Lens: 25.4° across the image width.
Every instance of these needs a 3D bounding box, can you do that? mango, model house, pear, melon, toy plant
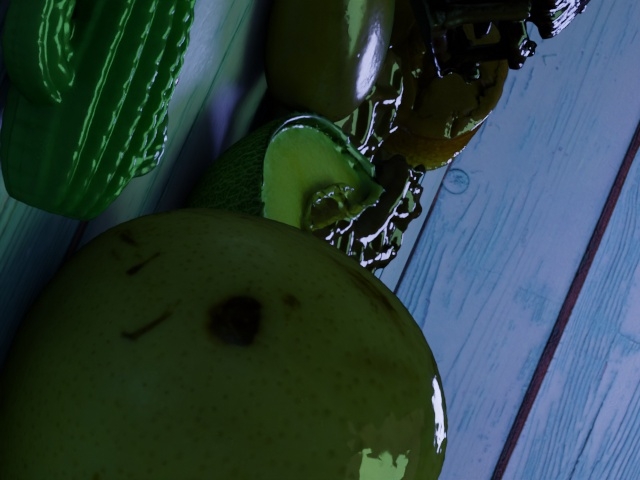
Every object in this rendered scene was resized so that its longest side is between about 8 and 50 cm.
[{"bbox_3d":[0.016,-0.225,1.332,0.156,0.114,0.251,-45,159,-45],"label":"mango"},{"bbox_3d":[0.238,-0.311,1.583,0.317,0.282,0.297,64,12,-71],"label":"model house"},{"bbox_3d":[-0.078,0.142,1.053,0.348,0.348,0.348,23,90,-81],"label":"pear"},{"bbox_3d":[-0.069,-0.028,1.323,0.169,0.129,0.265,-23,-168,29],"label":"melon"},{"bbox_3d":[-0.129,-0.127,0.839,0.154,0.088,0.240,-27,134,-53],"label":"toy plant"}]

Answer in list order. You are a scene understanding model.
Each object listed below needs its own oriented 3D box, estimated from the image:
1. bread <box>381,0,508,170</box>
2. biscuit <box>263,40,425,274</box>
[{"bbox_3d":[0.137,-0.216,1.815,0.143,0.195,0.270,112,2,-50],"label":"bread"},{"bbox_3d":[0.012,-0.052,1.589,0.268,0.115,0.366,-57,156,-17],"label":"biscuit"}]
